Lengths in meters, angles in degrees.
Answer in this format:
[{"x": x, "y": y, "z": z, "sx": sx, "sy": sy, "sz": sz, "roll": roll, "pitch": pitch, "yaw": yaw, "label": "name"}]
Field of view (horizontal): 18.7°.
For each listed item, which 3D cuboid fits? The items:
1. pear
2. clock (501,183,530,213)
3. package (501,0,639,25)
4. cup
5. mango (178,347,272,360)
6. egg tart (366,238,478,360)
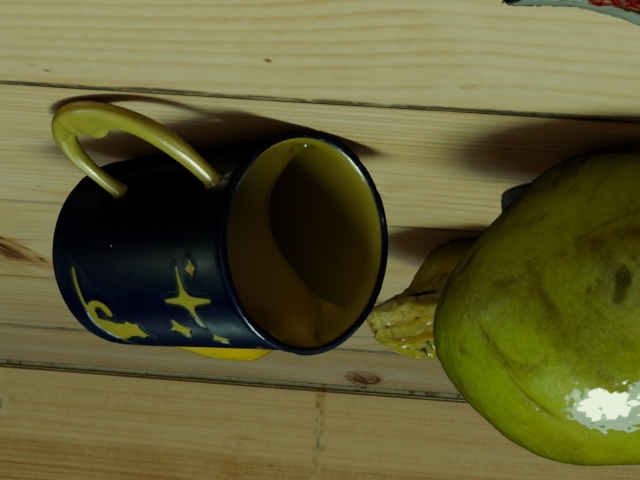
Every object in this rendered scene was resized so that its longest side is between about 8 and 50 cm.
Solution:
[{"x": 0.235, "y": 0.053, "z": 1.505, "sx": 0.269, "sy": 0.269, "sz": 0.321, "roll": 12, "pitch": 166, "yaw": -35, "label": "pear"}, {"x": 0.265, "y": -0.011, "z": 1.724, "sx": 0.215, "sy": 0.042, "sz": 0.215, "roll": 5, "pitch": 170, "yaw": 1, "label": "clock"}, {"x": 0.221, "y": -0.140, "z": 1.060, "sx": 0.154, "sy": 0.030, "sz": 0.239, "roll": 12, "pitch": 169, "yaw": -25, "label": "package"}, {"x": -0.108, "y": -0.030, "z": 1.614, "sx": 0.256, "sy": 0.255, "sz": 0.178, "roll": -2, "pitch": -155, "yaw": 47, "label": "cup"}, {"x": -0.148, "y": 0.065, "z": 2.173, "sx": 0.316, "sy": 0.119, "sz": 0.176, "roll": 9, "pitch": 176, "yaw": 35, "label": "mango"}, {"x": 0.188, "y": 0.063, "z": 1.976, "sx": 0.294, "sy": 0.116, "sz": 0.295, "roll": 7, "pitch": 169, "yaw": 1, "label": "egg tart"}]
